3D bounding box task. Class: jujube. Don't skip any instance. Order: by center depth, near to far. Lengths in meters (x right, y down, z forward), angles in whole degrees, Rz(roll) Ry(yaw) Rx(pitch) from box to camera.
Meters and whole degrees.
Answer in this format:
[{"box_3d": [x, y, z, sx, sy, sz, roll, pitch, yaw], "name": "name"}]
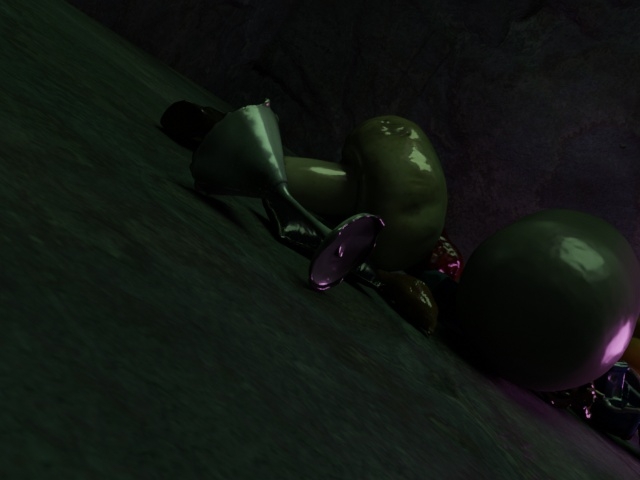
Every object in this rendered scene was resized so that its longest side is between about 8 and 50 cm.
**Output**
[{"box_3d": [0.280, 0.029, 2.025, 0.155, 0.155, 0.230, 32, 13, -36], "name": "jujube"}]

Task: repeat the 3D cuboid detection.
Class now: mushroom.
[{"box_3d": [0.071, -0.091, 1.510, 0.336, 0.314, 0.314, 4, 13, -9], "name": "mushroom"}]

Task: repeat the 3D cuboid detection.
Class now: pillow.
[{"box_3d": [0.000, 0.000, 1.200, 0.208, 0.055, 0.141, 31, 16, -31], "name": "pillow"}]

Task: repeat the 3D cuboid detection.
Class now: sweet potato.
[{"box_3d": [0.138, 0.081, 1.289, 0.068, 0.068, 0.226, 31, 7, -38], "name": "sweet potato"}]

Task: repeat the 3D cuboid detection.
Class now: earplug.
[{"box_3d": [0.405, 0.108, 1.386, 0.313, 0.312, 0.394, 38, 20, 17], "name": "earplug"}]

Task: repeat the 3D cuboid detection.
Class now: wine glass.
[{"box_3d": [-0.041, -0.053, 0.985, 0.232, 0.156, 0.156, 43, 9, 27], "name": "wine glass"}]

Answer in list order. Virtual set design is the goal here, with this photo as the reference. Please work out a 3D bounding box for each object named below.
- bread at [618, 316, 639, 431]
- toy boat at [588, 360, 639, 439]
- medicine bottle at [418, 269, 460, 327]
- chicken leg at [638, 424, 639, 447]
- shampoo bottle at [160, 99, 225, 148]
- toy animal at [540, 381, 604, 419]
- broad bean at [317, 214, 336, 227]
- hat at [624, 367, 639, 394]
[{"box_3d": [0.878, 0.367, 2.111, 0.329, 0.245, 0.424, 59, -11, 13], "name": "bread"}, {"box_3d": [0.625, 0.319, 1.681, 0.129, 0.142, 0.309, 6, 12, -5], "name": "toy boat"}, {"box_3d": [0.293, 0.138, 1.618, 0.258, 0.079, 0.124, 31, 5, -46], "name": "medicine bottle"}, {"box_3d": [0.759, 0.438, 1.720, 0.322, 0.083, 0.177, 38, 35, -47], "name": "chicken leg"}, {"box_3d": [-0.196, -0.206, 1.488, 0.126, 0.084, 0.350, 35, 6, 11], "name": "shampoo bottle"}, {"box_3d": [0.493, 0.298, 1.549, 0.186, 0.093, 0.214, 38, -2, -32], "name": "toy animal"}, {"box_3d": [0.029, -0.076, 1.737, 0.169, 0.100, 0.228, 34, 15, 28], "name": "broad bean"}, {"box_3d": [0.685, 0.354, 1.895, 0.275, 0.161, 0.232, 63, 6, 16], "name": "hat"}]
